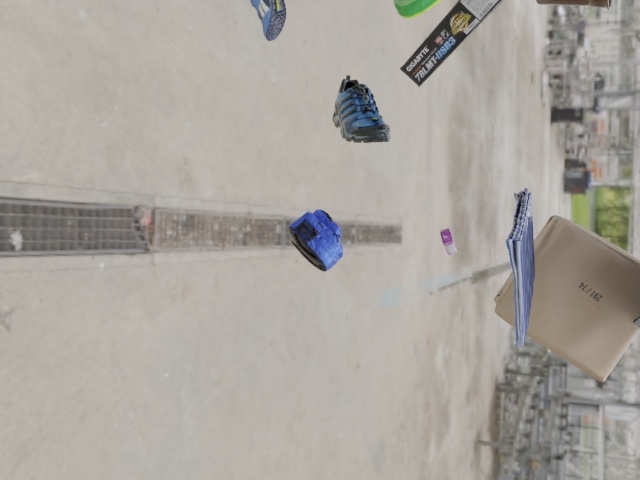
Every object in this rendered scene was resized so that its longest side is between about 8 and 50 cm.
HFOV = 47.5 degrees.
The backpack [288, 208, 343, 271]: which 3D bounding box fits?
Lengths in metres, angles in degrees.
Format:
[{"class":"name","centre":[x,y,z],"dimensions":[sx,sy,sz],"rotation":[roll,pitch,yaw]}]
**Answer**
[{"class":"backpack","centre":[0.000,0.000,1.586],"dimensions":[0.101,0.120,0.098],"rotation":[-39,165,-6]}]

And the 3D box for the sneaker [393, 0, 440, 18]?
[{"class":"sneaker","centre":[0.211,-0.549,1.333],"dimensions":[0.124,0.109,0.295],"rotation":[0,137,-41]}]

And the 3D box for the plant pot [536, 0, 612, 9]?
[{"class":"plant pot","centre":[0.590,-0.618,1.689],"dimensions":[0.167,0.165,0.166],"rotation":[5,90,-65]}]

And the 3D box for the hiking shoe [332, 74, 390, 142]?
[{"class":"hiking shoe","centre":[0.098,-0.340,1.906],"dimensions":[0.304,0.113,0.132],"rotation":[-129,-143,-60]}]

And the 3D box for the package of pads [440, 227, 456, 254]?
[{"class":"package of pads","centre":[0.361,0.004,2.054],"dimensions":[0.083,0.032,0.050],"rotation":[49,26,-63]}]

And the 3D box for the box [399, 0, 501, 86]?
[{"class":"box","centre":[0.336,-0.508,1.611],"dimensions":[0.073,0.293,0.295],"rotation":[45,46,-4]}]

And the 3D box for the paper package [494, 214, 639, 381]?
[{"class":"paper package","centre":[0.653,0.137,1.844],"dimensions":[0.309,0.325,0.168],"rotation":[-58,172,10]}]

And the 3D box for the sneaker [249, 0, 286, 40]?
[{"class":"sneaker","centre":[-0.103,-0.456,1.401],"dimensions":[0.053,0.059,0.144],"rotation":[-43,145,-39]}]

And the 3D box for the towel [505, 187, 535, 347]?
[{"class":"towel","centre":[0.434,0.047,1.579],"dimensions":[0.336,0.040,0.243],"rotation":[-49,134,-61]}]

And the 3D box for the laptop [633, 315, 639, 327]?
[{"class":"laptop","centre":[0.817,-0.006,1.574],"dimensions":[0.382,0.236,0.407],"rotation":[22,66,-56]}]
